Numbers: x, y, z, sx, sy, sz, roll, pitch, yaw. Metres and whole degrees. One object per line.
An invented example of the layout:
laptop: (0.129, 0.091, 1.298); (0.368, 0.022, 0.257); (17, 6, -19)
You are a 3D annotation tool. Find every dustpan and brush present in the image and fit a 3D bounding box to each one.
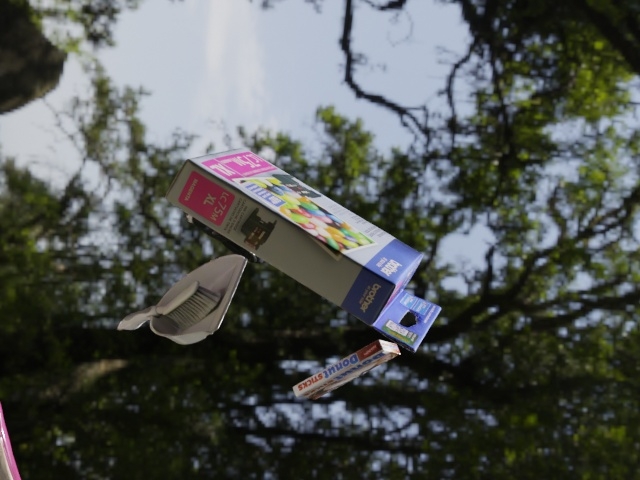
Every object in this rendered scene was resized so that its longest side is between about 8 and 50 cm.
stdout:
dustpan and brush: (-0.204, 0.096, 1.395); (0.211, 0.060, 0.147); (-33, -154, 39)

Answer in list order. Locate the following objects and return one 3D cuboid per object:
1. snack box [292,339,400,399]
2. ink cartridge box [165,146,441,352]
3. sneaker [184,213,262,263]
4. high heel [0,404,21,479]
snack box: (0.042, 0.215, 1.676); (0.178, 0.064, 0.022); (-31, -117, 22)
ink cartridge box: (0.000, 0.000, 1.133); (0.065, 0.311, 0.186); (-59, 172, 16)
sneaker: (-0.123, -0.028, 1.606); (0.107, 0.124, 0.283); (-48, 173, -1)
high heel: (-0.516, 0.363, 1.536); (0.181, 0.127, 0.377); (31, -58, 58)
